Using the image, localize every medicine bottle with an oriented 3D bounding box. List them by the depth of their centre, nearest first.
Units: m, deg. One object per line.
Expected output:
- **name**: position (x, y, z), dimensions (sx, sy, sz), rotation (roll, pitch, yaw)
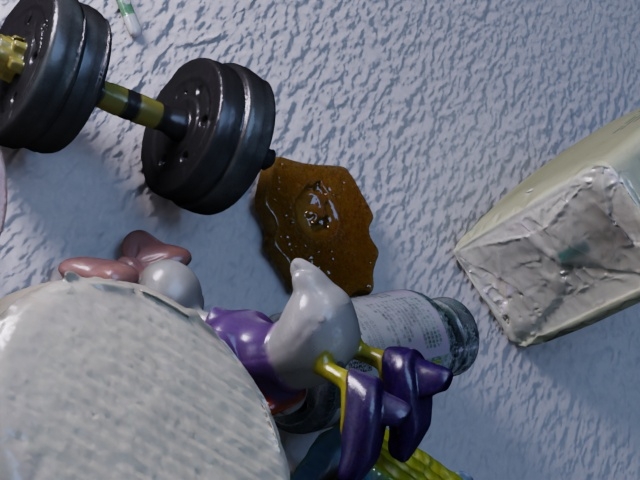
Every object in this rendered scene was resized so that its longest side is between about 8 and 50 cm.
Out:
- **medicine bottle**: position (0.061, 0.134, 1.714), dimensions (0.293, 0.141, 0.141), rotation (-9, 72, -44)

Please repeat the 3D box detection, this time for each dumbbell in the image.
- **dumbbell**: position (-0.213, -0.152, 1.606), dimensions (0.388, 0.185, 0.185), rotation (21, 53, -33)

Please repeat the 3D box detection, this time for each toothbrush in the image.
- **toothbrush**: position (-0.275, -0.367, 1.801), dimensions (0.018, 0.024, 0.257), rotation (-13, 76, -46)

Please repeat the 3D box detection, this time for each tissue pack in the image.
- **tissue pack**: position (0.412, -0.039, 2.033), dimensions (0.207, 0.297, 0.380), rotation (58, 40, -2)

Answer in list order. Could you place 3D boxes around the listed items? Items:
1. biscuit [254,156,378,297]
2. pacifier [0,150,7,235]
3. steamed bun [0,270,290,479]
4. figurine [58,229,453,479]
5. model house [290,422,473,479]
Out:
- **biscuit**: position (-0.002, 0.001, 1.818), dimensions (0.182, 0.034, 0.215), rotation (6, 64, -40)
- **pacifier**: position (-0.430, -0.060, 1.334), dimensions (0.332, 0.273, 0.220), rotation (13, 41, -38)
- **steamed bun**: position (-0.218, 0.230, 1.325), dimensions (0.374, 0.241, 0.374), rotation (25, 46, -29)
- **figurine**: position (-0.073, 0.102, 1.508), dimensions (0.154, 0.421, 0.193), rotation (-25, 124, -55)
- **model house**: position (0.077, 0.349, 1.560), dimensions (0.237, 0.215, 0.303), rotation (37, 41, -20)
